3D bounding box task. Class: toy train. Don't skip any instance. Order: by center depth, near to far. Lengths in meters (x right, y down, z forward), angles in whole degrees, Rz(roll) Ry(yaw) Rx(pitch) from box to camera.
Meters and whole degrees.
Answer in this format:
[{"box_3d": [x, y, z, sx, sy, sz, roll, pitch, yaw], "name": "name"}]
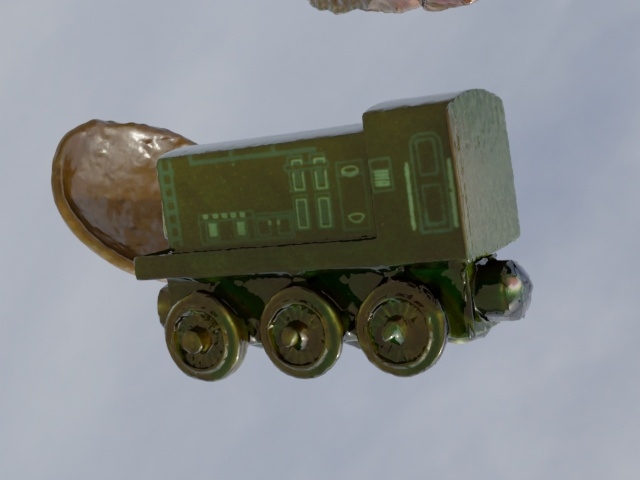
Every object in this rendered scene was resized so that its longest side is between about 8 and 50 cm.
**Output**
[{"box_3d": [0.000, 0.000, 0.648, 0.225, 0.090, 0.137, -5, -83, 30], "name": "toy train"}]

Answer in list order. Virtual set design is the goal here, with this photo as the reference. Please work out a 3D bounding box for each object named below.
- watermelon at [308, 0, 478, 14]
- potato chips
[{"box_3d": [0.032, -0.126, 0.437, 0.180, 0.081, 0.094, 3, -111, 66], "name": "watermelon"}, {"box_3d": [-0.149, -0.030, 1.102, 0.049, 0.201, 0.150, -29, -121, 57], "name": "potato chips"}]
